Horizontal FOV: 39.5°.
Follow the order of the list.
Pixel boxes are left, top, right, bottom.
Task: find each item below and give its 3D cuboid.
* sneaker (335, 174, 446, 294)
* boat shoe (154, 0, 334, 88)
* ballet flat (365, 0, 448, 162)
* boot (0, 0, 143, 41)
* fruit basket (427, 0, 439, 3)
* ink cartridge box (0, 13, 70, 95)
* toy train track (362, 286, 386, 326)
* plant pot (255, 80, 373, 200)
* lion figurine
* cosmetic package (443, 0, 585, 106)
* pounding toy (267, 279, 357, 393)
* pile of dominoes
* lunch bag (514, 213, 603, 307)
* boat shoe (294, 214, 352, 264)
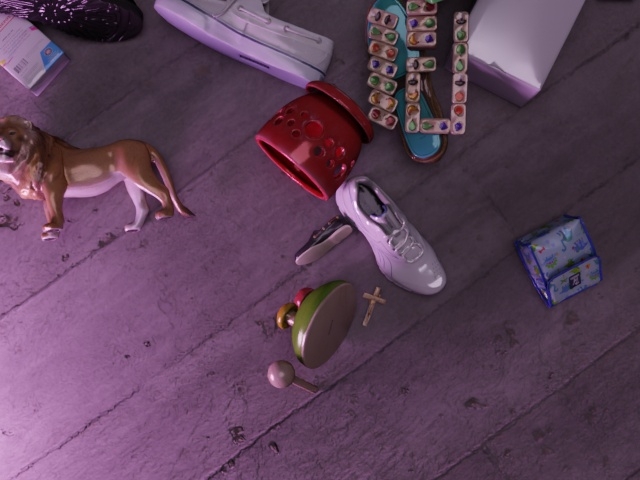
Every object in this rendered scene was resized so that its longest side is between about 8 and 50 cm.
[{"bbox_3d":[0.139,-0.008,1.758,0.111,0.129,0.297,-43,89,-5],"label":"sneaker"},{"bbox_3d":[-0.139,-0.445,1.780,0.367,0.136,0.157,24,86,-2],"label":"boat shoe"},{"bbox_3d":[0.179,-0.317,1.782,0.116,0.124,0.342,-21,87,16],"label":"ballet flat"},{"bbox_3d":[-0.513,-0.564,1.785,0.347,0.131,0.260,13,64,-21],"label":"boot"},{"bbox_3d":[0.283,-0.613,1.683,0.353,0.327,0.165,-38,127,0],"label":"fruit basket"},{"bbox_3d":[-0.613,-0.394,1.802,0.181,0.061,0.104,42,86,1],"label":"ink cartridge box"},{"bbox_3d":[0.102,0.133,1.806,0.048,0.014,0.083,20,92,-7],"label":"toy train track"},{"bbox_3d":[-0.004,-0.200,1.740,0.191,0.191,0.174,41,82,2],"label":"plant pot"},{"bbox_3d":[-0.454,-0.136,1.768,0.392,0.142,0.240,-4,78,-16],"label":"lion figurine"},{"bbox_3d":[0.417,-0.480,1.783,0.197,0.155,0.366,29,87,1],"label":"cosmetic package"},{"bbox_3d":[-0.034,0.169,1.741,0.110,0.183,0.237,26,89,26],"label":"pounding toy"},{"bbox_3d":[0.182,-0.330,1.696,0.195,0.040,0.251,1,90,11],"label":"pile of dominoes"},{"bbox_3d":[0.483,0.043,1.784,0.128,0.096,0.151,-26,101,-5],"label":"lunch bag"},{"bbox_3d":[0.001,0.001,1.799,0.133,0.049,0.042,-37,60,3],"label":"boat shoe"}]
